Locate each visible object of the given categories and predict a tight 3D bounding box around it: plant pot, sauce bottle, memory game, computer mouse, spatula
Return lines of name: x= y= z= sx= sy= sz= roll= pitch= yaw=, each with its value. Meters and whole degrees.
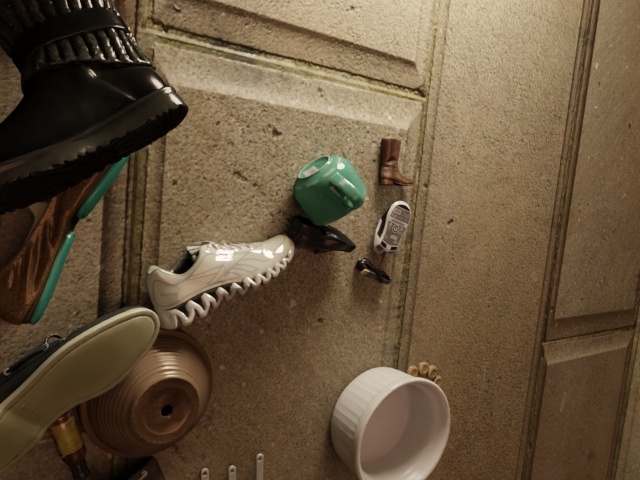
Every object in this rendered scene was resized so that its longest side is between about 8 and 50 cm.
plant pot: x=-0.282 y=0.271 z=0.921 sx=0.237 sy=0.110 sz=0.237 roll=-7 pitch=102 yaw=-36
sauce bottle: x=-0.410 y=0.336 z=0.878 sx=0.042 sy=0.042 sz=0.128 roll=-21 pitch=108 yaw=-32
memory game: x=0.254 y=0.407 z=1.399 sx=0.186 sy=0.012 sz=0.186 roll=-7 pitch=103 yaw=-35
computer mouse: x=0.151 y=0.000 z=1.234 sx=0.106 sy=0.042 sz=0.193 roll=22 pitch=90 yaw=-32
spatula: x=-0.180 y=0.563 z=1.107 sx=0.168 sy=0.019 sz=0.242 roll=-3 pitch=99 yaw=-30

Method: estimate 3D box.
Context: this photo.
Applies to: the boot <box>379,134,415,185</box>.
boot: x=0.179 y=-0.182 z=1.226 sx=0.106 sy=0.037 sz=0.114 roll=-1 pitch=94 yaw=-38

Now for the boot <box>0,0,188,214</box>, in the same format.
boot: x=-0.375 y=-0.202 z=0.693 sx=0.348 sy=0.131 sz=0.260 roll=-40 pitch=96 yaw=-37

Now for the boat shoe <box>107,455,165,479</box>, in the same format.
boat shoe: x=-0.413 y=0.450 z=0.867 sx=0.335 sy=0.112 sz=0.095 roll=-8 pitch=85 yaw=-41

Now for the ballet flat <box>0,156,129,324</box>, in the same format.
ballet flat: x=-0.400 y=-0.045 z=0.792 sx=0.124 sy=0.116 sz=0.342 roll=29 pitch=84 yaw=-17

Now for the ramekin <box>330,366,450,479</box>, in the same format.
ramekin: x=0.156 y=0.432 z=1.247 sx=0.277 sy=0.135 sz=0.277 roll=-7 pitch=102 yaw=-32

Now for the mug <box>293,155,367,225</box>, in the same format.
mug: x=0.022 y=-0.109 z=1.046 sx=0.097 sy=0.158 sz=0.129 roll=55 pitch=42 yaw=-23

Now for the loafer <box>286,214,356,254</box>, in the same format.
loafer: x=0.000 y=0.000 z=1.118 sx=0.170 sy=0.062 sz=0.061 roll=20 pitch=108 yaw=-34

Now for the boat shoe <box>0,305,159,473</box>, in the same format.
boat shoe: x=-0.408 y=0.204 z=0.815 sx=0.340 sy=0.113 sz=0.127 roll=-44 pitch=139 yaw=-15

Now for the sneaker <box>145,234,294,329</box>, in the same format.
sneaker: x=-0.174 y=0.046 z=0.968 sx=0.292 sy=0.110 sz=0.118 roll=-28 pitch=105 yaw=-30
